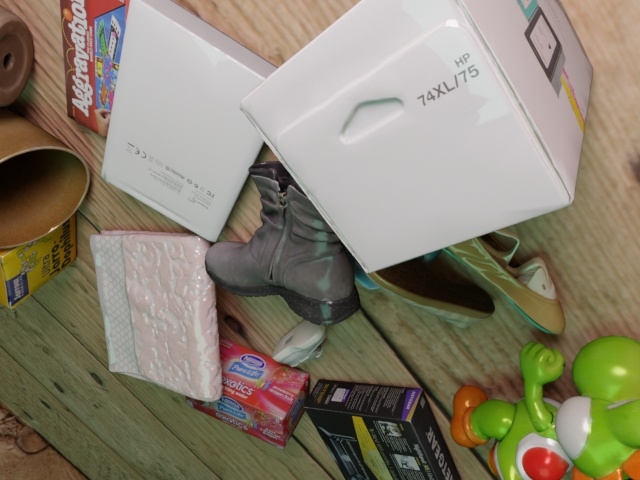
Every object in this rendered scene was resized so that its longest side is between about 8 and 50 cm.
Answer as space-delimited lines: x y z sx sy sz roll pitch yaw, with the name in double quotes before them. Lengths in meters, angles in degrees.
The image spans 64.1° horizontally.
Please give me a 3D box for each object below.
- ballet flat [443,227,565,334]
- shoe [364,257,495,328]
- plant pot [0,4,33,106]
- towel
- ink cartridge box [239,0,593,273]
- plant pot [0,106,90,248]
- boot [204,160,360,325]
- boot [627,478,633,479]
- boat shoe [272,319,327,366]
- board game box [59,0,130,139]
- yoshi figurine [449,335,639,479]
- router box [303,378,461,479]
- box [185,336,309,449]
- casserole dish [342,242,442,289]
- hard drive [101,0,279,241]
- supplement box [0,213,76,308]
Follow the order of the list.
"ballet flat" 0.251 0.035 0.676 0.232 0.080 0.073 37 120 -3
"shoe" 0.148 0.076 0.728 0.219 0.077 0.058 23 134 -19
"plant pot" -0.607 -0.317 0.814 0.229 0.263 0.263 16 135 -6
"towel" -0.338 0.144 1.048 0.317 0.053 0.332 4 103 29
"ink cartridge box" 0.107 -0.144 0.476 0.198 0.270 0.197 -23 111 42
"plant pot" -0.617 -0.154 0.963 0.254 0.237 0.237 41 137 16
"boot" -0.076 -0.021 0.796 0.338 0.118 0.223 11 121 39
"boot" 0.517 0.341 0.695 0.246 0.094 0.207 14 145 -30
"boat shoe" -0.030 0.207 0.996 0.063 0.066 0.184 32 135 -15
"board game box" -0.344 -0.282 0.811 0.145 0.027 0.281 31 135 7
"yoshi figurine" 0.360 0.244 0.748 0.362 0.203 0.203 133 126 -59
"router box" 0.135 0.430 1.060 0.243 0.081 0.309 -5 122 34
"box" -0.163 0.328 1.125 0.256 0.128 0.123 18 131 19
"casserole dish" 0.097 0.017 0.780 0.114 0.037 0.188 45 134 -9
"hard drive" -0.209 -0.166 0.792 0.233 0.047 0.353 31 136 -5
"supplement box" -0.748 -0.054 1.123 0.356 0.195 0.194 33 136 5
